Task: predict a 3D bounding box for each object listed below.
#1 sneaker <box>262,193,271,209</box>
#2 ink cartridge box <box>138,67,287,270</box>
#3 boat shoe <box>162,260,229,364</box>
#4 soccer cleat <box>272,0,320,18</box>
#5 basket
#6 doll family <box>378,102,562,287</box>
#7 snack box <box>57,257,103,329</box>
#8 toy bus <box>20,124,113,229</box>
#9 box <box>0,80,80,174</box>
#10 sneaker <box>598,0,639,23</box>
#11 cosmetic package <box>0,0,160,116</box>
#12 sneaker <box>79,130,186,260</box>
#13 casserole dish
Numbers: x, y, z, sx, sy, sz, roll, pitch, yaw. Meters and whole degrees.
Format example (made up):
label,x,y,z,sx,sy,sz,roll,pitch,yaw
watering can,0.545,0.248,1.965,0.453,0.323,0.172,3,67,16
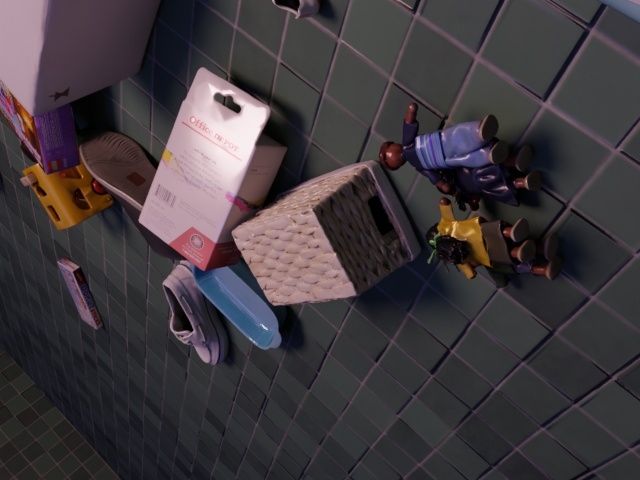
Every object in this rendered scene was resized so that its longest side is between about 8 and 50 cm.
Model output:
label,x,y,z,sx,sy,sz,roll,pitch,yaw
sneaker,-0.082,-0.014,0.799,0.058,0.052,0.135,12,120,50
ink cartridge box,-0.116,-0.080,0.717,0.115,0.067,0.198,34,111,22
boat shoe,-0.214,0.130,1.037,0.083,0.076,0.226,21,134,36
soccer cleat,-0.036,-0.228,0.568,0.083,0.035,0.029,43,144,12
basket,0.000,0.000,0.668,0.167,0.103,0.113,-13,110,52
doll family,0.123,-0.032,0.538,0.111,0.076,0.193,4,118,51
snack box,-0.546,0.123,1.441,0.064,0.022,0.178,24,136,34
toy bus,-0.439,-0.116,1.047,0.202,0.104,0.191,36,141,20
box,-0.452,-0.260,0.927,0.293,0.057,0.201,44,142,30
sneaker,0.160,-0.225,0.285,0.319,0.127,0.208,30,142,13
cosmetic package,-0.380,-0.394,0.694,0.453,0.161,0.230,50,144,2
sneaker,-0.272,-0.060,0.932,0.222,0.083,0.118,41,148,19
casserole dish,-0.115,0.077,0.918,0.188,0.037,0.114,42,144,14
